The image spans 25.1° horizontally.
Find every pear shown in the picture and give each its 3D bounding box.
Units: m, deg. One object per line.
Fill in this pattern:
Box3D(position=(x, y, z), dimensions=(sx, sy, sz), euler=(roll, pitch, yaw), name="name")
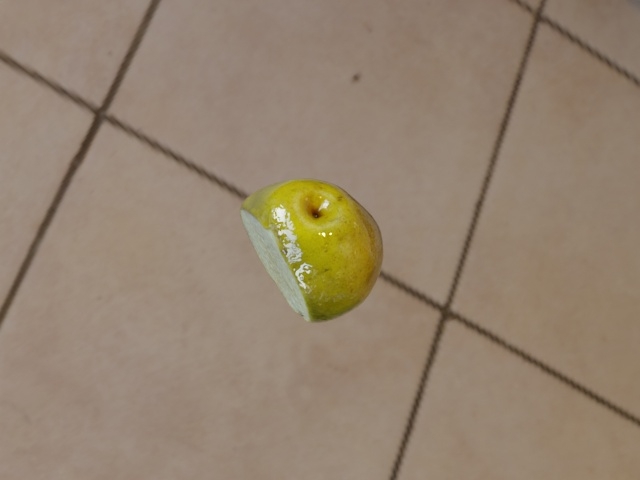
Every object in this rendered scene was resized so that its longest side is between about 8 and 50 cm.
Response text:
Box3D(position=(0.000, 0.000, 1.303), dimensions=(0.104, 0.141, 0.141), euler=(-28, 88, -16), name="pear")
